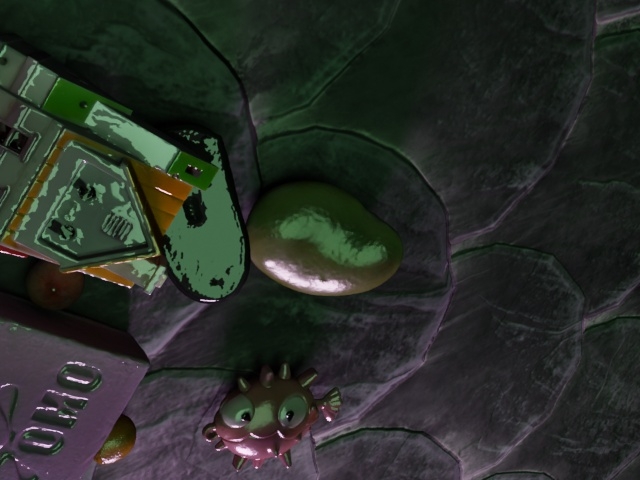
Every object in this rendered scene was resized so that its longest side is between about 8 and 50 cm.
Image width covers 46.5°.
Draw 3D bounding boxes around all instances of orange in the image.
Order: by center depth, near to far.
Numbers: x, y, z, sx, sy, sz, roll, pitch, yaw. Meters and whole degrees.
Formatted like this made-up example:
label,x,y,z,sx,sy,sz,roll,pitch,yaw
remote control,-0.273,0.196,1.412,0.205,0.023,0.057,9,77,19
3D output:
label,x,y,z,sx,sy,sz,roll,pitch,yaw
orange,-0.338,0.319,1.202,0.085,0.085,0.085,-13,120,-22

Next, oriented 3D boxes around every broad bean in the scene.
label,x,y,z,sx,sy,sz,roll,pitch,yaw
broad bean,0.000,0.000,1.207,0.263,0.121,0.189,20,110,-19

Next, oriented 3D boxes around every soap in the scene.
label,x,y,z,sx,sy,sz,roll,pitch,yaw
soap,-0.442,0.235,1.067,0.285,0.107,0.296,26,96,-40

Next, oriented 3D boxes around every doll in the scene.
label,x,y,z,sx,sy,sz,roll,pitch,yaw
doll,-0.083,0.311,1.324,0.262,0.093,0.211,-1,109,-25

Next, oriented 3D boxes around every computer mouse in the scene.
label,x,y,z,sx,sy,sz,roll,pitch,yaw
computer mouse,-0.183,-0.042,1.083,0.138,0.086,0.269,-16,105,-7

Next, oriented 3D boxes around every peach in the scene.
label,x,y,z,sx,sy,sz,roll,pitch,yaw
peach,-0.373,0.060,1.047,0.083,0.083,0.083,-13,120,-22

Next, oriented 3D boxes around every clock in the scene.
label,x,y,z,sx,sy,sz,roll,pitch,yaw
clock,-0.305,-0.071,0.930,0.309,0.166,0.235,31,99,-18
